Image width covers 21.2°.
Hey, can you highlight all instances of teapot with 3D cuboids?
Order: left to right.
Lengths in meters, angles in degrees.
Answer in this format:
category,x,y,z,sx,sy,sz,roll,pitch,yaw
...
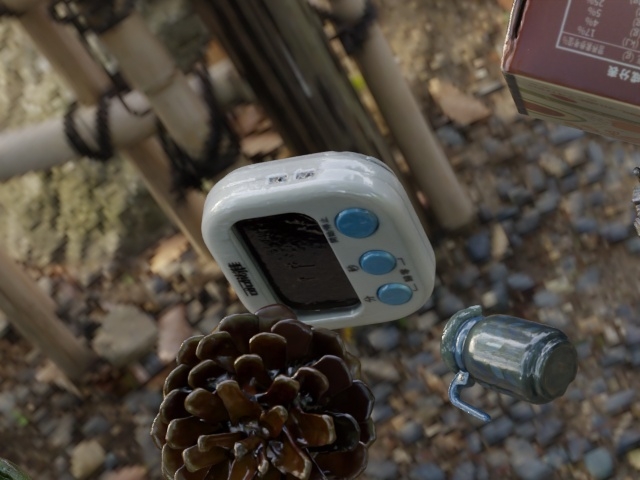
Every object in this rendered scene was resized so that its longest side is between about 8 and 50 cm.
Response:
category,x,y,z,sx,sy,sz,roll,pitch,yaw
teapot,0.119,0.079,1.072,0.049,0.064,0.083,-20,23,-39

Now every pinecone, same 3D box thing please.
category,x,y,z,sx,sy,sz,roll,pitch,yaw
pinecone,-0.061,0.207,1.870,0.264,0.264,0.264,-12,51,16

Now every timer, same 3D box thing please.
category,x,y,z,sx,sy,sz,roll,pitch,yaw
timer,0.000,0.000,1.964,0.237,0.262,0.087,-7,50,19

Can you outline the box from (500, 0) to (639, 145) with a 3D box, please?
category,x,y,z,sx,sy,sz,roll,pitch,yaw
box,0.356,-0.130,1.433,0.385,0.344,0.122,16,92,9

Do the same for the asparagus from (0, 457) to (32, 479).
category,x,y,z,sx,sy,sz,roll,pitch,yaw
asparagus,-0.094,0.149,0.746,0.034,0.236,0.027,-43,12,16

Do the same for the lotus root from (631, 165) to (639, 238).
category,x,y,z,sx,sy,sz,roll,pitch,yaw
lotus root,0.380,-0.039,1.163,0.329,0.078,0.167,-9,37,26
